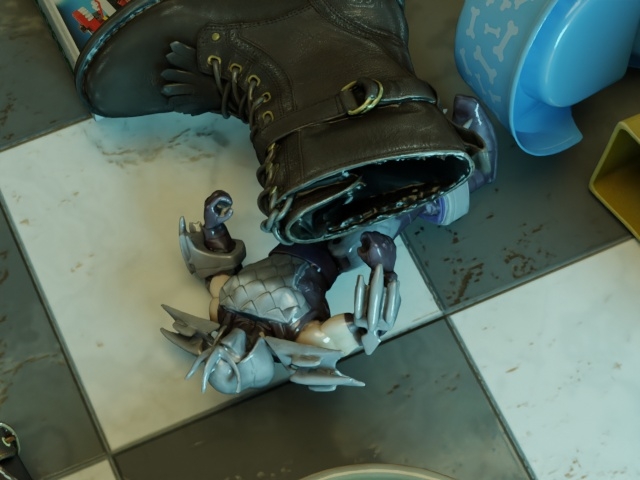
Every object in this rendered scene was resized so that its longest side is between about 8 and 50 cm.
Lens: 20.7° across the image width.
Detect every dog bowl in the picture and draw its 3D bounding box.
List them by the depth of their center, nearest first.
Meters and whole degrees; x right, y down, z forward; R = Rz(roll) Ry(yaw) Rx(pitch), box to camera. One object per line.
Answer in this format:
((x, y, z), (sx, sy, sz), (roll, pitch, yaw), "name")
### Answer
((0.209, -0.173, 1.225), (0.297, 0.166, 0.074), (-28, 52, -34), "dog bowl")

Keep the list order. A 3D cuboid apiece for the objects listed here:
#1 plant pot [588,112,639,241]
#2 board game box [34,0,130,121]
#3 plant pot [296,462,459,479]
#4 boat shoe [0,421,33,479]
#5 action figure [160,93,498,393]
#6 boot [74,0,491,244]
((0.253, -0.050, 1.229), (0.083, 0.081, 0.081), (-30, 67, -26), "plant pot")
((-0.145, -0.254, 1.337), (0.193, 0.053, 0.305), (-23, 66, -12), "board game box")
((0.034, 0.263, 1.048), (0.237, 0.110, 0.237), (1, 62, -1), "plant pot")
((-0.232, 0.139, 1.127), (0.207, 0.073, 0.073), (28, 68, 12), "boat shoe")
((0.000, 0.000, 1.180), (0.185, 0.099, 0.285), (20, 55, 29), "action figure")
((-0.035, -0.083, 1.146), (0.263, 0.091, 0.229), (-16, 43, 6), "boot")
